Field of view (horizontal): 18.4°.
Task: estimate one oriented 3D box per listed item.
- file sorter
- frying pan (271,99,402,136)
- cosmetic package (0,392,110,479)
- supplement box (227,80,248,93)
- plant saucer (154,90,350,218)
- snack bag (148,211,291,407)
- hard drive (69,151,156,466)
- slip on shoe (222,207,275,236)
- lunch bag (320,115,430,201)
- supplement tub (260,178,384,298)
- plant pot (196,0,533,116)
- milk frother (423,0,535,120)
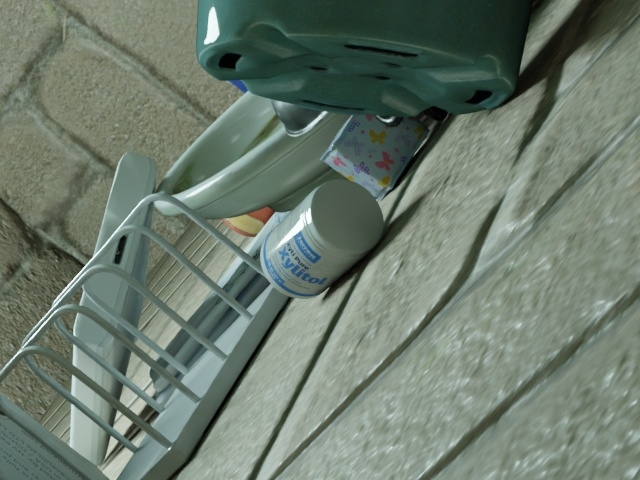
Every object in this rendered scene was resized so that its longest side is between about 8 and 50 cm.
[{"bbox_3d":[-0.182,0.114,1.849,0.193,0.173,0.278,-45,7,39],"label":"file sorter"},{"bbox_3d":[0.005,-0.151,1.828,0.197,0.053,0.326,-51,21,33],"label":"frying pan"},{"bbox_3d":[-0.464,0.326,1.906,0.394,0.329,0.327,-49,7,11],"label":"cosmetic package"},{"bbox_3d":[0.067,-0.297,2.375,0.356,0.194,0.195,-47,7,35],"label":"supplement box"},{"bbox_3d":[0.003,-0.133,2.116,0.400,0.100,0.400,-38,12,9],"label":"plant saucer"},{"bbox_3d":[-0.095,0.044,2.289,0.323,0.037,0.342,-52,6,-2],"label":"snack bag"},{"bbox_3d":[-0.237,0.087,2.242,0.353,0.047,0.233,106,176,-62],"label":"hard drive"},{"bbox_3d":[-0.091,-0.066,2.591,0.331,0.123,0.101,-109,44,-83],"label":"slip on shoe"},{"bbox_3d":[0.053,-0.090,1.815,0.083,0.071,0.053,-57,5,-22],"label":"lunch bag"},{"bbox_3d":[0.000,0.000,1.659,0.071,0.071,0.107,-55,6,-34],"label":"supplement tub"},{"bbox_3d":[0.043,-0.286,1.564,0.341,0.341,0.334,152,126,-75],"label":"plant pot"},{"bbox_3d":[0.136,-0.198,1.828,0.135,0.129,0.143,-47,50,37],"label":"milk frother"}]
